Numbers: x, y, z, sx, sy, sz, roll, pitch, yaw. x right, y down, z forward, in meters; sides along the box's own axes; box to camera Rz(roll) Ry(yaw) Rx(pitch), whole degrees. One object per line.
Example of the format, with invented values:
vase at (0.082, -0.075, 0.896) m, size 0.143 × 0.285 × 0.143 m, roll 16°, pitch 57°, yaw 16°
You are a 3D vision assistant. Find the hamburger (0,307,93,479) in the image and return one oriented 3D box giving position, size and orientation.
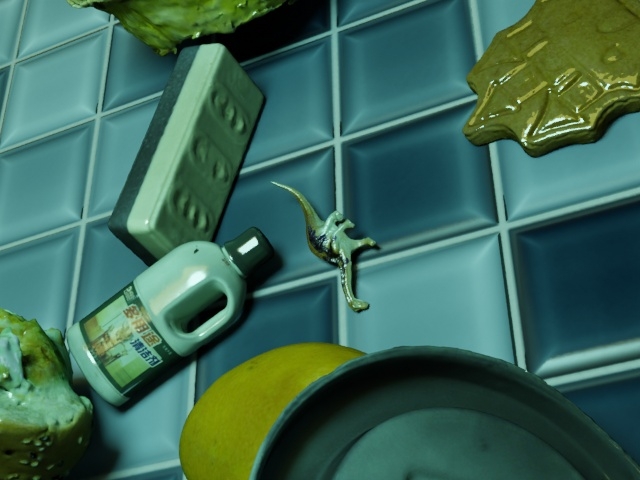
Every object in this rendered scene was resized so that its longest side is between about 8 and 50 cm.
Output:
hamburger at (-0.326, 0.171, 1.043) m, size 0.288 × 0.192 × 0.167 m, roll 124°, pitch 154°, yaw -44°

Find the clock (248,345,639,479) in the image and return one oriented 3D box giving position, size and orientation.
clock at (0.098, 0.222, 0.706) m, size 0.325 × 0.067 × 0.325 m, roll 12°, pitch 49°, yaw -14°

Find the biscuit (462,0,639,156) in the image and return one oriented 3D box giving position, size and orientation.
biscuit at (0.230, -0.165, 1.043) m, size 0.215 × 0.034 × 0.182 m, roll -36°, pitch 48°, yaw 4°

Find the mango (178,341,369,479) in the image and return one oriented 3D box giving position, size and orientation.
mango at (-0.010, 0.168, 0.889) m, size 0.254 × 0.139 × 0.175 m, roll 19°, pitch 64°, yaw 44°

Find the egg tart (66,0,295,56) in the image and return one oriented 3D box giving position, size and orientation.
egg tart at (-0.123, -0.319, 1.246) m, size 0.345 × 0.132 × 0.345 m, roll -21°, pitch 22°, yaw 9°

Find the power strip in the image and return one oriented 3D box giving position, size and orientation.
power strip at (-0.140, -0.095, 1.163) m, size 0.070 × 0.105 × 0.256 m, roll 1°, pitch 60°, yaw 29°

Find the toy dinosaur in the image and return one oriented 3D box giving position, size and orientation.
toy dinosaur at (0.013, -0.008, 1.062) m, size 0.058 × 0.037 × 0.180 m, roll -34°, pitch 49°, yaw 0°

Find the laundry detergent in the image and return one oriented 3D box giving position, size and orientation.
laundry detergent at (-0.144, 0.065, 1.079) m, size 0.226 × 0.070 × 0.099 m, roll -36°, pitch 64°, yaw 3°
